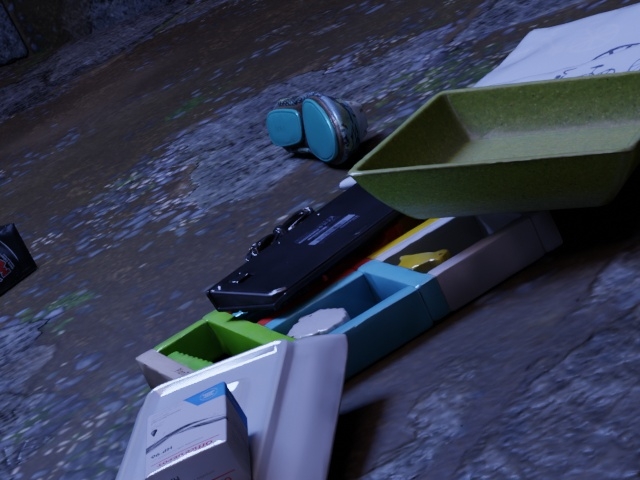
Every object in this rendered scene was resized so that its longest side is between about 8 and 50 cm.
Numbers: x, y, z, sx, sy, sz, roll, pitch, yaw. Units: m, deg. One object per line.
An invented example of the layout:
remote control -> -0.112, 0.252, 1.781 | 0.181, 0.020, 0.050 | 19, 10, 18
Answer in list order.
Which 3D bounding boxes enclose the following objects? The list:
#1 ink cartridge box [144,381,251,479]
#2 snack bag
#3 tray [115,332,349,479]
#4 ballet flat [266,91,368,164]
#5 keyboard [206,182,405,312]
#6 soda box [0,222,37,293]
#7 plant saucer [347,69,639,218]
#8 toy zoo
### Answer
ink cartridge box -> -0.063, 0.111, 0.939 | 0.048, 0.028, 0.083 | -26, 23, 7
snack bag -> 0.218, -0.137, 1.463 | 0.323, 0.037, 0.342 | -12, 20, 44
tray -> -0.065, 0.132, 0.976 | 0.145, 0.030, 0.270 | -22, 23, 17
ballet flat -> 0.008, -0.109, 1.677 | 0.070, 0.070, 0.188 | -30, 19, -14
keyboard -> 0.000, 0.000, 1.274 | 0.180, 0.023, 0.108 | -36, 23, -35
soda box -> -0.356, 0.047, 1.763 | 0.060, 0.053, 0.169 | -11, 22, 43
plant saucer -> 0.139, -0.060, 1.201 | 0.188, 0.045, 0.188 | -4, 19, 25
toy zoo -> 0.032, 0.030, 1.218 | 0.293, 0.030, 0.192 | -31, 15, -17
